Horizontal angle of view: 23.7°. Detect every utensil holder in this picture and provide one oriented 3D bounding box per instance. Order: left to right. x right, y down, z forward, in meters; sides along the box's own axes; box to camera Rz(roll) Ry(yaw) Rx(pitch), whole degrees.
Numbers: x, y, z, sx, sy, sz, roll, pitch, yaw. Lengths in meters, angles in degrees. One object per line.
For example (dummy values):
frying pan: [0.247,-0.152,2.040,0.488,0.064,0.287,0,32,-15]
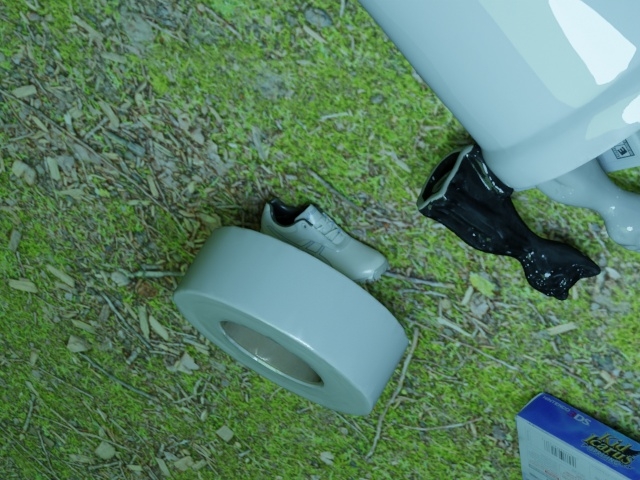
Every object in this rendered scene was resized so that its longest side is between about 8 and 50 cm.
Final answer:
utensil holder: [0.157,-0.292,1.252,0.385,0.327,0.328,49,140,-9]

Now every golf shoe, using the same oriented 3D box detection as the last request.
golf shoe: [0.000,0.000,1.849,0.176,0.069,0.086,15,130,24]

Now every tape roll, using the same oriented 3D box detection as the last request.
tape roll: [-0.038,0.100,1.868,0.286,0.100,0.286,28,164,9]

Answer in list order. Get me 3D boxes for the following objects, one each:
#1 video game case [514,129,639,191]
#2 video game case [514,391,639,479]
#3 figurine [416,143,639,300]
video game case: [0.229,-0.143,1.571,0.173,0.022,0.190,-12,121,43]
video game case: [0.365,0.339,1.853,0.269,0.061,0.244,28,142,38]
figurine: [0.245,-0.034,1.593,0.209,0.092,0.215,38,141,-15]
